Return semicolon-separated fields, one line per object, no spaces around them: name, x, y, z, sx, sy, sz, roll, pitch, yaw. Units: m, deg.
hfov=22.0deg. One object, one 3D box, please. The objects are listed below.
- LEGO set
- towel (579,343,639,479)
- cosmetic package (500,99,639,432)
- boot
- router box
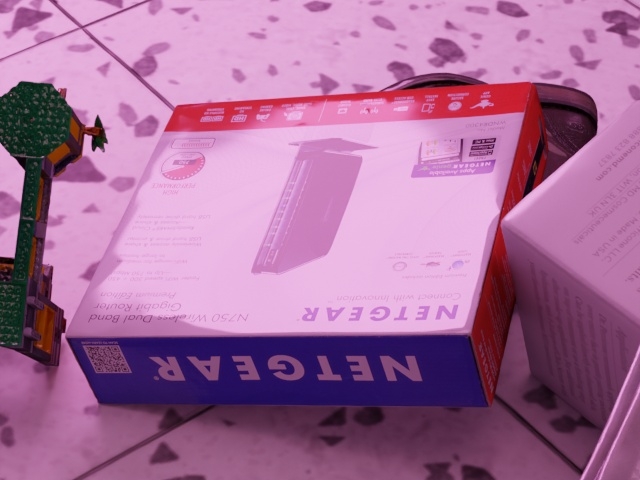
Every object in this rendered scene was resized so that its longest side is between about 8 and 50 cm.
LEGO set;-0.328;-0.010;1.315;0.331;0.192;0.255;-4;80;0
towel;0.332;0.126;0.966;0.317;0.053;0.332;18;49;18
cosmetic package;0.352;0.119;1.182;0.161;0.230;0.453;-40;56;-15
boot;0.157;-0.042;1.473;0.263;0.091;0.229;-2;48;0
router box;0.000;0.000;1.354;0.335;0.082;0.301;-2;42;20
